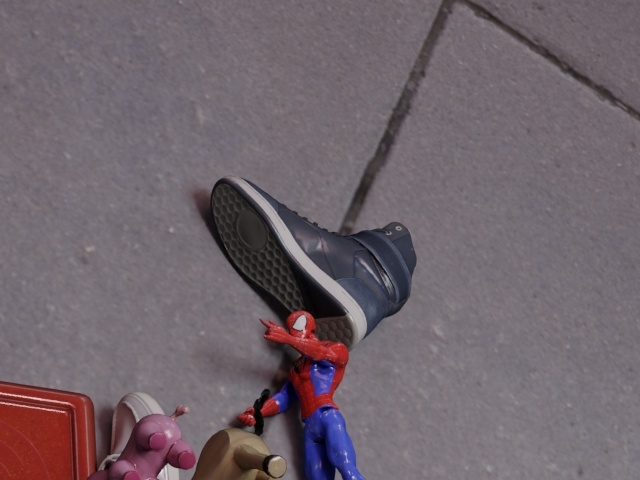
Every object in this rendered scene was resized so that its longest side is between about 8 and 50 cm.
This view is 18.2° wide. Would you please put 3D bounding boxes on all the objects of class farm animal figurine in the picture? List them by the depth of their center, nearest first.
[{"bbox_3d":[-0.197,0.286,1.665,0.330,0.172,0.326,-3,102,-26],"label":"farm animal figurine"}]

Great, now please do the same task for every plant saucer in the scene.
[{"bbox_3d":[-0.307,0.224,1.775,0.258,0.048,0.259,12,52,-27],"label":"plant saucer"}]

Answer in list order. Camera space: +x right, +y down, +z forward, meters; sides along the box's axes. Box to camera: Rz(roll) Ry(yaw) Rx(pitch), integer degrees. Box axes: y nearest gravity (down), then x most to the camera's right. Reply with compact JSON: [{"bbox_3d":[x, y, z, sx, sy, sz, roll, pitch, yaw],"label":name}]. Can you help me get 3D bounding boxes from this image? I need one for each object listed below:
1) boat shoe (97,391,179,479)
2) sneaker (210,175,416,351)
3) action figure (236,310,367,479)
[{"bbox_3d":[-0.174,0.226,1.851,0.063,0.066,0.184,11,63,-41],"label":"boat shoe"},{"bbox_3d":[0.000,0.002,2.111,0.226,0.086,0.163,48,44,8],"label":"sneaker"},{"bbox_3d":[-0.021,0.186,1.955,0.139,0.091,0.280,17,50,-38],"label":"action figure"}]
